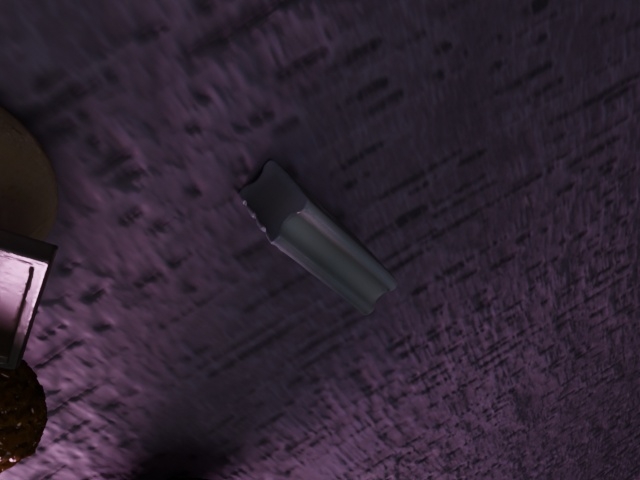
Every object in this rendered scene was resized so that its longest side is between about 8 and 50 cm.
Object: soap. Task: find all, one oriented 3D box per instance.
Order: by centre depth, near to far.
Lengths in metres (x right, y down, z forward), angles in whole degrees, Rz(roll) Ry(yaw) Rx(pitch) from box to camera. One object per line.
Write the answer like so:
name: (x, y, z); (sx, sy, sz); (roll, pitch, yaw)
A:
soap: (0.000, 0.000, 0.693); (0.066, 0.119, 0.198); (-44, 132, 6)

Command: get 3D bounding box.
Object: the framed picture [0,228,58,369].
framed picture: (-0.386, 0.019, 0.437); (0.315, 0.024, 0.232); (20, 139, -23)

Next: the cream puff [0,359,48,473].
cream puff: (-0.363, 0.168, 0.589); (0.165, 0.150, 0.115); (31, 94, -1)

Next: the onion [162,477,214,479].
onion: (-0.226, 0.514, 0.806); (0.341, 0.341, 0.341); (-15, 128, -20)

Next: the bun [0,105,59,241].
bun: (-0.338, -0.035, 0.473); (0.222, 0.127, 0.222); (-17, 131, -21)
